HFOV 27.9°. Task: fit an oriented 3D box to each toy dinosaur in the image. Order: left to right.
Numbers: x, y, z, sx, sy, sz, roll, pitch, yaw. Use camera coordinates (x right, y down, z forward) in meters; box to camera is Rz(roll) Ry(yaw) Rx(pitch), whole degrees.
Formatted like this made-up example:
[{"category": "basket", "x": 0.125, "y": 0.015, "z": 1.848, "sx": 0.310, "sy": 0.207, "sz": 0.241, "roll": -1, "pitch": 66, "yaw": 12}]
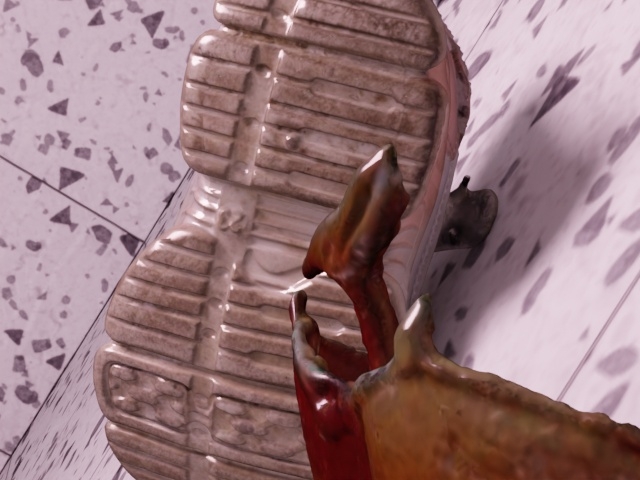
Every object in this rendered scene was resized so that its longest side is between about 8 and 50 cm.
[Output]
[{"category": "toy dinosaur", "x": 0.057, "y": 0.079, "z": 0.485, "sx": 0.327, "sy": 0.113, "sz": 0.206, "roll": 102, "pitch": 154, "yaw": -64}]

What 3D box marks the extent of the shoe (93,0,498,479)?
[{"category": "shoe", "x": 0.002, "y": 0.002, "z": 0.764, "sx": 0.351, "sy": 0.172, "sz": 0.198, "roll": -70, "pitch": -11, "yaw": 21}]
